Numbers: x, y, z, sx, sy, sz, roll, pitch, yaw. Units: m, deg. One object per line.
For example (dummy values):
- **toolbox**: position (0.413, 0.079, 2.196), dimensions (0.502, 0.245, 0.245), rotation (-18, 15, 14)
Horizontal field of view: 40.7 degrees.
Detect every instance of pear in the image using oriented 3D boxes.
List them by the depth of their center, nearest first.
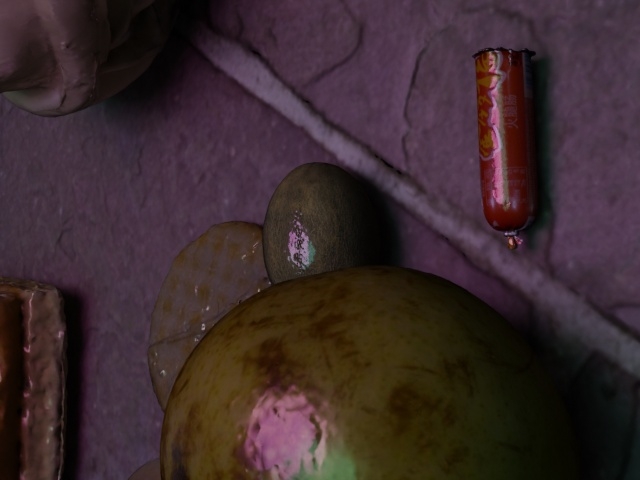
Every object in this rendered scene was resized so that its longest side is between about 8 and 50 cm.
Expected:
- **pear**: position (0.029, 0.152, 0.564), dimensions (0.284, 0.284, 0.283), rotation (-2, 86, 39)

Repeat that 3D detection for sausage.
- **sausage**: position (0.135, -0.066, 0.629), dimensions (0.050, 0.048, 0.145), rotation (-4, 87, 45)

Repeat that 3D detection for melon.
- **melon**: position (0.000, 0.000, 0.700), dimensions (0.098, 0.098, 0.130), rotation (-14, 78, 38)

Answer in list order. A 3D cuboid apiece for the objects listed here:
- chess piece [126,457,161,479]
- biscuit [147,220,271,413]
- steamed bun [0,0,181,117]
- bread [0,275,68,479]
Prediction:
- **chess piece**: position (-0.183, 0.269, 0.688), dimensions (0.182, 0.330, 0.182), rotation (-4, 84, 39)
- **biscuit**: position (-0.091, 0.086, 0.799), dimensions (0.220, 0.033, 0.219), rotation (-14, 69, 41)
- **steamed bun**: position (-0.238, -0.287, 0.787), dimensions (0.248, 0.352, 0.339), rotation (-1, 82, 3)
- **bread**: position (-0.401, 0.229, 0.975), dimensions (0.237, 0.165, 0.375), rotation (1, 90, 42)
